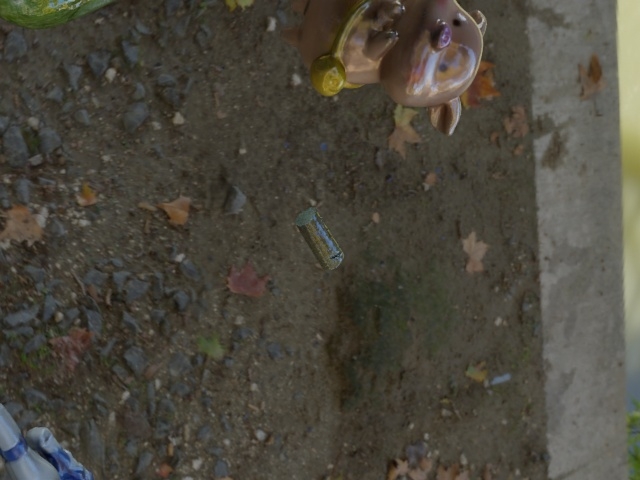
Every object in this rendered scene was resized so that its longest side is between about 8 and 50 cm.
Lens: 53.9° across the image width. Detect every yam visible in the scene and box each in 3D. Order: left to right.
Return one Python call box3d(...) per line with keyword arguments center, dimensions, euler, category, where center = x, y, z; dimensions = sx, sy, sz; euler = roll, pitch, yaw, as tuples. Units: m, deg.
box3d(center=(0.000, 0.000, 1.212), dimensions=(0.054, 0.054, 0.132), euler=(-44, 124, -20), category="yam")

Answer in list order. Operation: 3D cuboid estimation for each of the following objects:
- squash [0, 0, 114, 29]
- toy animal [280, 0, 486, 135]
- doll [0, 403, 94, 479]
box3d(center=(-0.142, -0.233, 0.481), dimensions=(0.239, 0.069, 0.069), euler=(-34, 112, -10), category="squash")
box3d(center=(0.074, -0.244, 0.776), dimensions=(0.248, 0.149, 0.165), euler=(19, 101, 3), category="toy animal")
box3d(center=(-0.224, 0.223, 0.517), dimensions=(0.057, 0.114, 0.227), euler=(-17, 134, 12), category="doll")
